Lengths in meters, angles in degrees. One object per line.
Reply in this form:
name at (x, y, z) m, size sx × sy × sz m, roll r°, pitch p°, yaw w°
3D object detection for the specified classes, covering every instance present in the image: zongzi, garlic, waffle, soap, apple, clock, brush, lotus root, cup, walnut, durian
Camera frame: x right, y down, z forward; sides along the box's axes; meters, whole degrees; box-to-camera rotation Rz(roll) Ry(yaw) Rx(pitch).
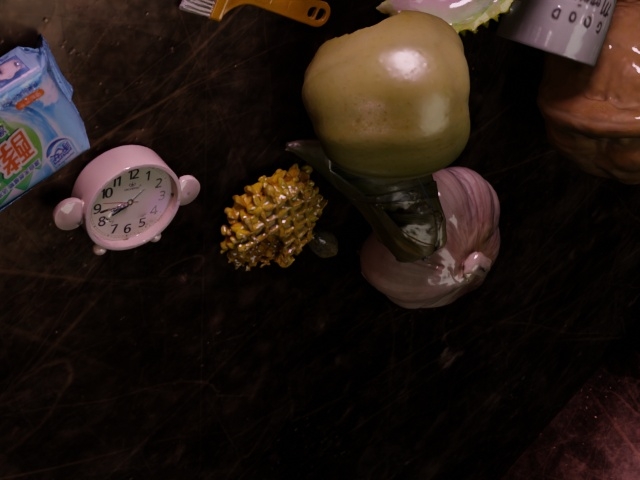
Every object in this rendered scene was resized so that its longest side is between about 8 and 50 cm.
zongzi at (0.083, -0.071, 1.520) m, size 0.274 × 0.250 × 0.125 m, roll -10°, pitch 171°, yaw -35°
garlic at (0.232, -0.001, 1.755) m, size 0.322 × 0.241 × 0.322 m, roll -42°, pitch 166°, yaw -13°
waffle at (-0.079, -0.031, 1.514) m, size 0.193 × 0.070 × 0.197 m, roll -13°, pitch 132°, yaw -40°
soap at (-0.419, -0.110, 1.074) m, size 0.293 × 0.077 × 0.156 m, roll -38°, pitch 143°, yaw -13°
apple at (0.111, -0.214, 1.369) m, size 0.279 × 0.279 × 0.279 m, roll -28°, pitch 140°, yaw -26°
clock at (-0.282, -0.061, 1.282) m, size 0.229 × 0.063 × 0.155 m, roll -15°, pitch 136°, yaw -34°
brush at (-0.079, -0.347, 1.261) m, size 0.272 × 0.013 × 0.103 m, roll 2°, pitch 123°, yaw -48°
lotus root at (0.000, 0.000, 1.639) m, size 0.049 × 0.054 × 0.099 m, roll -42°, pitch 146°, yaw 9°
cup at (0.403, -0.454, 1.554) m, size 0.258 × 0.186 × 0.234 m, roll 11°, pitch 107°, yaw -19°
walnut at (0.616, -0.284, 1.741) m, size 0.384 × 0.383 × 0.383 m, roll -28°, pitch 140°, yaw -26°
durian at (0.260, -0.465, 1.386) m, size 0.170 × 0.157 × 0.355 m, roll 18°, pitch 113°, yaw -44°
